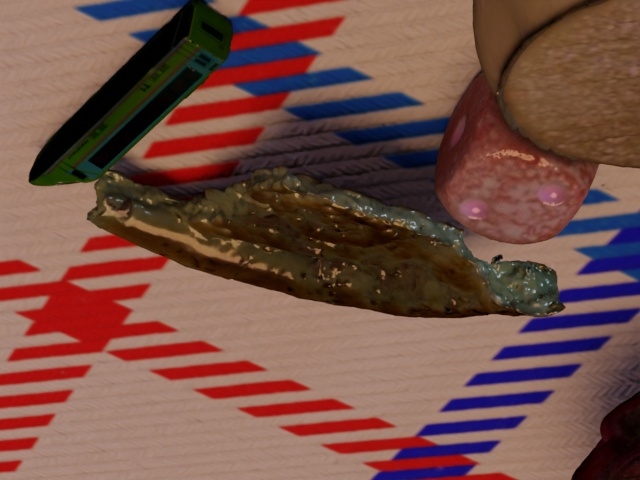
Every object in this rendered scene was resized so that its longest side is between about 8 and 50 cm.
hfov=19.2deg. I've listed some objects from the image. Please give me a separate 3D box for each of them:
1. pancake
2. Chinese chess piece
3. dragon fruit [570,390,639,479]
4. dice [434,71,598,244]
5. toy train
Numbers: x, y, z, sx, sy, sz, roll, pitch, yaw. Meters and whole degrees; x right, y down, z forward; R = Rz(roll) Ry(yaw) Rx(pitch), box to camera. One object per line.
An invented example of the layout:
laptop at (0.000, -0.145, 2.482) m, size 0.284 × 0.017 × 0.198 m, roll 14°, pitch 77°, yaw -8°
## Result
pancake at (-0.001, 0.005, 1.372) m, size 0.376 × 0.054 × 0.197 m, roll 7°, pitch 156°, yaw 25°
Chinese chess piece at (0.227, -0.139, 1.140) m, size 0.270 × 0.112 × 0.270 m, roll -1°, pitch 157°, yaw 0°
dragon fruit at (0.331, 0.252, 1.448) m, size 0.329 × 0.329 × 0.329 m, roll 5°, pitch 136°, yaw 5°
dice at (0.136, -0.059, 1.311) m, size 0.091 × 0.093 × 0.094 m, roll 20°, pitch 137°, yaw -10°
toy train at (-0.138, -0.093, 1.363) m, size 0.042 × 0.044 × 0.209 m, roll 32°, pitch 133°, yaw -23°
